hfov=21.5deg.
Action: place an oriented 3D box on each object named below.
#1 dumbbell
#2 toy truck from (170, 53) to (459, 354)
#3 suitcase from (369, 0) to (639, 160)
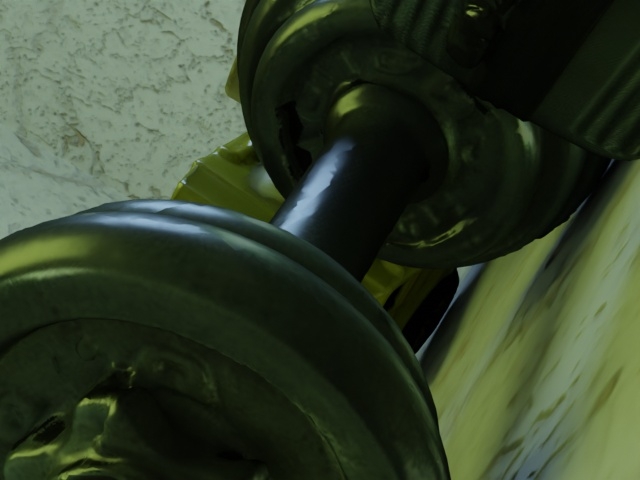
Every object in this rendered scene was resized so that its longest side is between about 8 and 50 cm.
[{"bbox_3d":[0.000,0.000,0.625,0.179,0.179,0.406,-60,-2,37],"label":"dumbbell"},{"bbox_3d":[0.035,-0.078,1.000,0.254,0.181,0.405,-30,-27,-59],"label":"toy truck"},{"bbox_3d":[0.118,-0.154,0.462,0.202,0.128,0.312,-60,-1,-17],"label":"suitcase"}]
